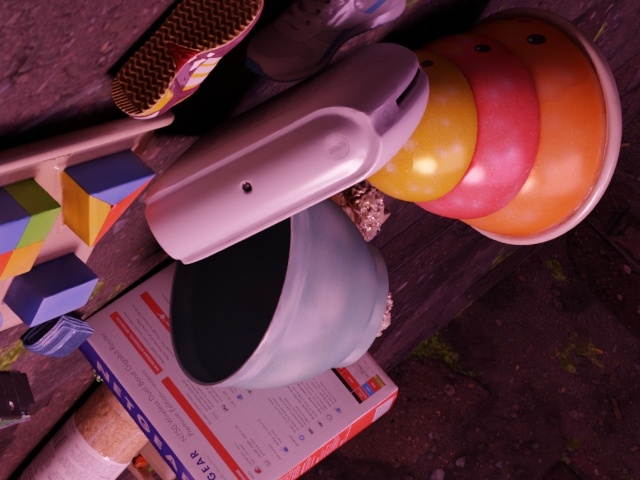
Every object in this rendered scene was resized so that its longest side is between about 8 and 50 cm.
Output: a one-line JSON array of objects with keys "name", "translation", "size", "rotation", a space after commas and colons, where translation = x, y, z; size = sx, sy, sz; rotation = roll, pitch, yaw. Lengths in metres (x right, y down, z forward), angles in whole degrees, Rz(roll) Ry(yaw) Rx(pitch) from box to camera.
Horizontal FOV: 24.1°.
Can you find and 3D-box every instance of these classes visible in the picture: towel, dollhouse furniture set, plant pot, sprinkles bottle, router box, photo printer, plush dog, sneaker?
[{"name": "towel", "translation": [-0.338, 0.123, 1.935], "size": [0.067, 0.029, 0.119], "rotation": [-43, 167, 1]}, {"name": "dollhouse furniture set", "translation": [-0.238, 0.334, 2.626], "size": [0.262, 0.135, 0.259], "rotation": [-48, 166, 15]}, {"name": "plant pot", "translation": [-0.038, 0.063, 1.932], "size": [0.196, 0.293, 0.293], "rotation": [17, 127, -31]}, {"name": "sprinkles bottle", "translation": [-0.388, 0.361, 2.309], "size": [0.355, 0.121, 0.121], "rotation": [-48, 166, 15]}, {"name": "router box", "translation": [-0.115, 0.173, 2.048], "size": [0.301, 0.335, 0.082], "rotation": [-34, 163, -21]}, {"name": "photo printer", "translation": [-0.023, -0.109, 1.678], "size": [0.307, 0.107, 0.256], "rotation": [-26, -166, 24]}, {"name": "plush dog", "translation": [0.000, 0.000, 2.201], "size": [0.210, 0.262, 0.225], "rotation": [-2, 153, -3]}, {"name": "sneaker", "translation": [-0.132, -0.196, 1.522], "size": [0.185, 0.069, 0.084], "rotation": [-39, 176, 4]}, {"name": "sneaker", "translation": [0.003, -0.261, 1.685], "size": [0.228, 0.087, 0.092], "rotation": [-39, 150, -26]}]

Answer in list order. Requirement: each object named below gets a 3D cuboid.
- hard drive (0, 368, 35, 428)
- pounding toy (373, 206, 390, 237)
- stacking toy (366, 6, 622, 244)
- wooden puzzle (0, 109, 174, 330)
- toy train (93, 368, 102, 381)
[{"name": "hard drive", "translation": [-0.464, 0.190, 1.516], "size": [0.237, 0.064, 0.339], "rotation": [-19, 170, 13]}, {"name": "pounding toy", "translation": [0.031, -0.003, 2.482], "size": [0.181, 0.094, 0.206], "rotation": [-51, 164, 26]}, {"name": "stacking toy", "translation": [0.158, -0.158, 2.083], "size": [0.480, 0.350, 0.350], "rotation": [-4, 141, -45]}, {"name": "wooden puzzle", "translation": [-0.316, 0.020, 1.584], "size": [0.322, 0.080, 0.348], "rotation": [-25, 157, -54]}, {"name": "toy train", "translation": [-0.313, 0.193, 2.227], "size": [0.017, 0.024, 0.083], "rotation": [-32, 171, 17]}]
